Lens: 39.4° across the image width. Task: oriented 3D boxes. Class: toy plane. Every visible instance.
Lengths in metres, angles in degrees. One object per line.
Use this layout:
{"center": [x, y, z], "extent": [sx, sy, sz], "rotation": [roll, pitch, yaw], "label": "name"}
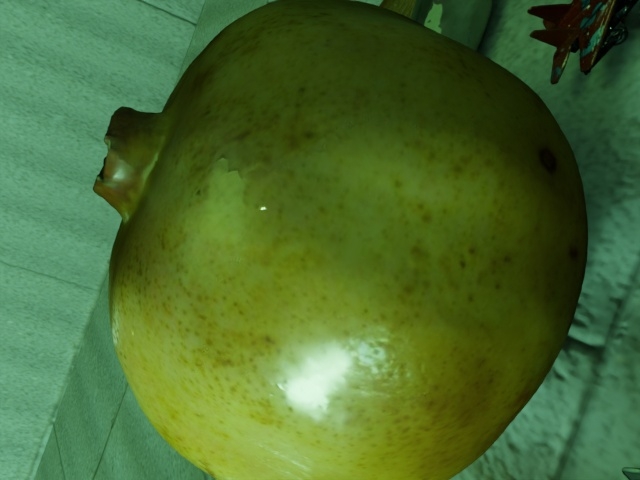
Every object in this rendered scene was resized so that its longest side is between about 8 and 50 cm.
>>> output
{"center": [0.251, -0.216, 0.745], "extent": [0.189, 0.061, 0.130], "rotation": [-38, 38, 46], "label": "toy plane"}

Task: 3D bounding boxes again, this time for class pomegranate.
{"center": [0.000, 0.000, 0.729], "extent": [0.416, 0.417, 0.416], "rotation": [-48, 31, 43], "label": "pomegranate"}

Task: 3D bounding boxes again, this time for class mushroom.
{"center": [0.112, -0.180, 0.995], "extent": [0.351, 0.097, 0.109], "rotation": [-65, 25, 4], "label": "mushroom"}

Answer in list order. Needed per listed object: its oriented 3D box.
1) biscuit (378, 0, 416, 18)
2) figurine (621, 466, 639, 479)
{"center": [0.093, -0.266, 1.179], "extent": [0.224, 0.033, 0.144], "rotation": [-58, 23, 27], "label": "biscuit"}
{"center": [0.195, 0.188, 0.528], "extent": [0.086, 0.094, 0.082], "rotation": [-45, -20, -8], "label": "figurine"}
